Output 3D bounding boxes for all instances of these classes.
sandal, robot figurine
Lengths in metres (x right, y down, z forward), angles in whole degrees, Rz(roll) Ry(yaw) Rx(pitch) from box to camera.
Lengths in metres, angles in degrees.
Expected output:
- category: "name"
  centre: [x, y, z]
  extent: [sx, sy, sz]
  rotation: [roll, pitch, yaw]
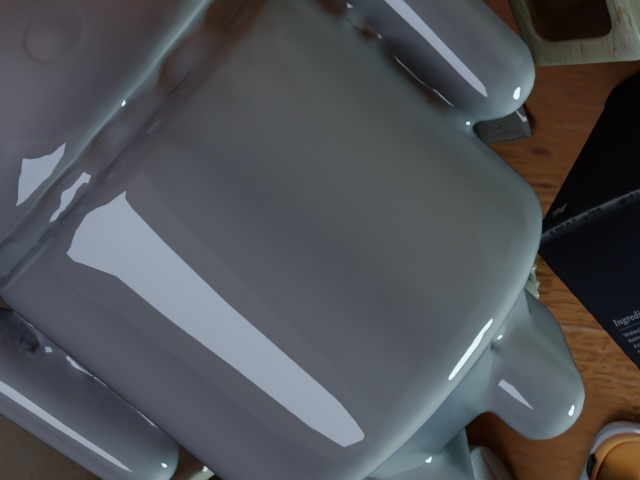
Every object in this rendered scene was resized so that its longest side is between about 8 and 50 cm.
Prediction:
- category: "sandal"
  centre: [0.220, 0.238, 1.295]
  extent: [0.102, 0.076, 0.265]
  rotation: [22, 138, 12]
- category: "robot figurine"
  centre: [-0.042, -0.014, 0.813]
  extent: [0.353, 0.200, 0.300]
  rotation: [41, 98, -10]

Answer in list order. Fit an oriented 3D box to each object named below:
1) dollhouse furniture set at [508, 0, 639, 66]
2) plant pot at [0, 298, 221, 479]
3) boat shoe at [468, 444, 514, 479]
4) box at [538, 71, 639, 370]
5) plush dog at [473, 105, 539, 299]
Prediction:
- category: "dollhouse furniture set"
  centre: [0.136, -0.170, 0.859]
  extent: [0.374, 0.201, 0.152]
  rotation: [-3, 127, 33]
- category: "plant pot"
  centre: [-0.115, 0.166, 1.241]
  extent: [0.305, 0.333, 0.334]
  rotation: [44, 152, 41]
- category: "boat shoe"
  centre: [0.100, 0.284, 1.380]
  extent: [0.119, 0.121, 0.335]
  rotation: [5, 134, 23]
- category: "box"
  centre: [0.241, 0.010, 1.001]
  extent: [0.207, 0.153, 0.108]
  rotation: [47, 137, -16]
- category: "plush dog"
  centre: [0.000, 0.000, 1.089]
  extent: [0.262, 0.225, 0.211]
  rotation: [22, 138, 14]
